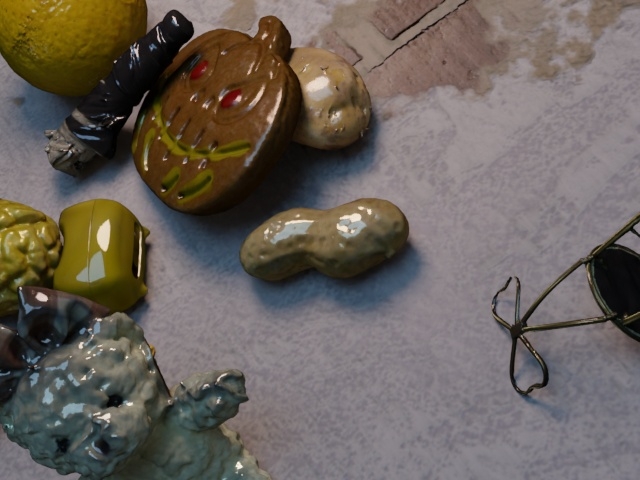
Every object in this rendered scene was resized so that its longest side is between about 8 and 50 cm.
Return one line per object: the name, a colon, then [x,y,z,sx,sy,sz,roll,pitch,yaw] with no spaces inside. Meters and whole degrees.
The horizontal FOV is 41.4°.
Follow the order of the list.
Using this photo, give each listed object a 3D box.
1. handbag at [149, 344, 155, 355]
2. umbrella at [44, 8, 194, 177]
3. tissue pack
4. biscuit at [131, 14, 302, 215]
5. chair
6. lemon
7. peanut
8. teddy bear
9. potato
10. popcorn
handbag: [-0.300,0.178,1.294,0.083,0.027,0.061,6,64,25]
umbrella: [-0.335,-0.245,1.452,0.358,0.106,0.113,-41,40,20]
tissue pack: [-0.342,0.026,1.337,0.127,0.123,0.178,-10,58,7]
biscuit: [-0.173,-0.219,1.372,0.350,0.070,0.394,-56,41,0]
chair: [0.381,0.064,1.056,0.325,0.170,0.159,-47,47,45]
lemon: [-0.449,-0.400,1.534,0.293,0.293,0.293,-9,59,15]
peanut: [0.000,0.000,1.244,0.263,0.101,0.117,-5,40,18]
teddy bear: [-0.217,0.270,1.013,0.327,0.362,0.375,-39,54,-4]
potato: [-0.010,-0.241,1.371,0.161,0.128,0.234,-20,51,2]
popcorn: [-0.508,0.026,1.382,0.200,0.203,0.226,35,121,8]
